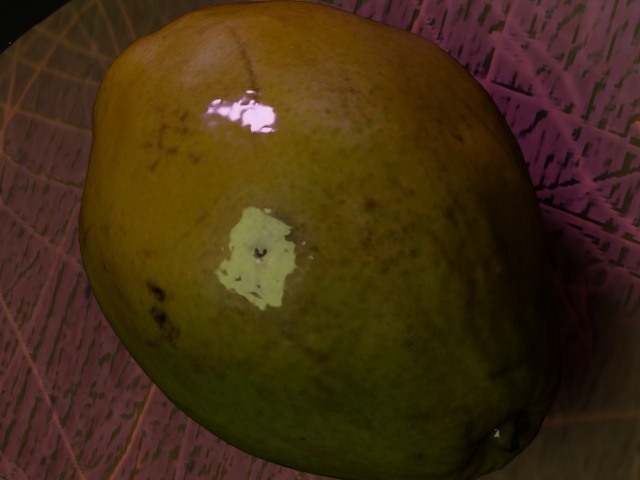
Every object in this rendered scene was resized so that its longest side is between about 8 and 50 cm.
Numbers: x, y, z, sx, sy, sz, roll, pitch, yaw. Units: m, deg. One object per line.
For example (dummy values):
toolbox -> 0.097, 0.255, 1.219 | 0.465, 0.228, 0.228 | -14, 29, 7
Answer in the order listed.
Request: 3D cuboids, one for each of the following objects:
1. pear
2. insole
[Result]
pear -> 0.000, 0.000, 0.728 | 0.269, 0.212, 0.212 | 51, 120, 25
insole -> -0.199, -0.146, 0.962 | 0.152, 0.002, 0.053 | -24, 83, 34
